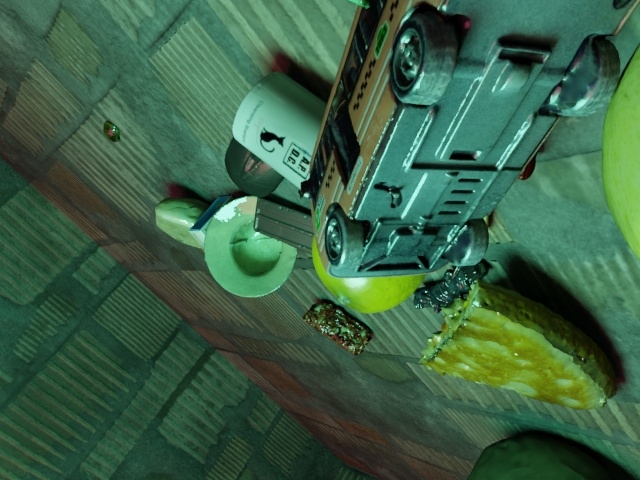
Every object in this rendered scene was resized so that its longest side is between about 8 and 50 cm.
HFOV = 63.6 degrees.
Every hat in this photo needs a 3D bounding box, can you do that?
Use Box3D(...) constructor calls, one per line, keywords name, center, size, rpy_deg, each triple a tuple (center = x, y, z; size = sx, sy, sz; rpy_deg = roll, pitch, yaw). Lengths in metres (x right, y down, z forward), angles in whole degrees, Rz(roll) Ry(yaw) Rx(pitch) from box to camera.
Box3D(name="hat", center=(-0.163, 0.015, 1.354), size=(0.257, 0.257, 0.130), rpy_deg=(30, -174, 12))

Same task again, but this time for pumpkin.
Box3D(name="pumpkin", center=(-0.611, -0.310, 1.504), size=(0.050, 0.028, 0.083), rpy_deg=(32, 157, 4))

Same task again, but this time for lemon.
Box3D(name="lemon", center=(0.092, 0.027, 1.002), size=(0.240, 0.219, 0.240), rpy_deg=(27, 156, 13))

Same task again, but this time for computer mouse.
Box3D(name="computer mouse", center=(-0.140, -0.164, 1.118), size=(0.137, 0.086, 0.269), rpy_deg=(39, 152, -6))

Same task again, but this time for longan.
Box3D(name="longan", center=(0.589, 0.722, 1.340), size=(0.435, 0.404, 0.404), rpy_deg=(20, 149, 42))

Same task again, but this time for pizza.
Box3D(name="pizza", center=(0.350, 0.212, 1.075), size=(0.439, 0.130, 0.406), rpy_deg=(37, 150, -24))

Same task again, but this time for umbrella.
Box3D(name="umbrella", center=(0.276, 0.102, 1.076), size=(0.080, 0.072, 0.224), rpy_deg=(12, 152, -15))

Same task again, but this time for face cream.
Box3D(name="face cream", center=(0.036, -0.124, 0.867), size=(0.369, 0.145, 0.145), rpy_deg=(37, 154, 12))

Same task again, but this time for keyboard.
Box3D(name="keyboard", center=(0.007, -0.003, 1.204), size=(0.380, 0.041, 0.104), rpy_deg=(24, 117, 24))

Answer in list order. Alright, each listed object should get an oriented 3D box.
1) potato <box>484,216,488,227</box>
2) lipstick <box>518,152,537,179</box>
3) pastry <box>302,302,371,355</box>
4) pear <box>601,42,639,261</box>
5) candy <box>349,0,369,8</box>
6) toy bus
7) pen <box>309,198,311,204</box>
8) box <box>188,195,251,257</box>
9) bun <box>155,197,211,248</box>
Box3D(name="potato", center=(0.260, -0.033, 0.892), size=(0.068, 0.062, 0.083), rpy_deg=(18, 130, 3))
Box3D(name="lipstick", center=(0.178, -0.162, 0.761), size=(0.279, 0.073, 0.073), rpy_deg=(22, 150, 26))
Box3D(name="pastry", center=(0.051, 0.259, 1.552), size=(0.208, 0.097, 0.115), rpy_deg=(33, 157, 3))
Box3D(name="pear", center=(0.389, -0.071, 0.419), size=(0.309, 0.309, 0.309), rpy_deg=(28, 152, 16))
Box3D(name="candy", center=(-0.029, -0.317, 0.606), size=(0.335, 0.092, 0.093), rpy_deg=(51, 156, 47))
Box3D(name="toy bus", center=(0.117, -0.143, 0.582), size=(0.202, 0.233, 0.427), rpy_deg=(-1, 142, -19))
Box3D(name="pen", center=(-0.022, -0.132, 1.094), size=(0.025, 0.025, 0.204), rpy_deg=(24, 151, 23))
Box3D(name="box", center=(-0.247, -0.008, 1.431), size=(0.073, 0.139, 0.194), rpy_deg=(2, 138, 48))
Box3D(name="bun", center=(-0.374, -0.058, 1.532), size=(0.237, 0.116, 0.209), rpy_deg=(34, 155, -30))
